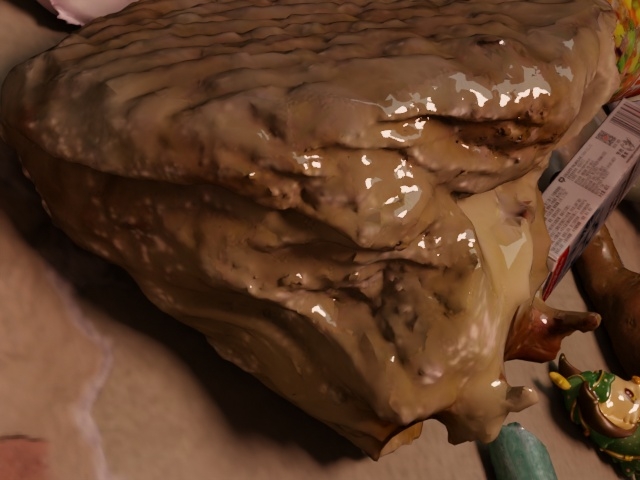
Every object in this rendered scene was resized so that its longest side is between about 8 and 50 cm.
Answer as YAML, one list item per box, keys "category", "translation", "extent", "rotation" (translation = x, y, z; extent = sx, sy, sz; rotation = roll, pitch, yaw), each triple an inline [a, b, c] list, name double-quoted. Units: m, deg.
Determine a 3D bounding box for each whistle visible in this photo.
- category: "whistle"
  translation: [0.139, 0.195, 0.903]
  extent: [0.039, 0.039, 0.186]
  rotation: [18, 47, -44]

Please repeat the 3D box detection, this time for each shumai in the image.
- category: "shumai"
  translation: [0.000, 0.000, 0.805]
  extent: [0.314, 0.262, 0.267]
  rotation: [-9, 22, -16]

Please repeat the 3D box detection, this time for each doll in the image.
- category: "doll"
  translation: [0.199, 0.126, 1.049]
  extent: [0.113, 0.077, 0.078]
  rotation: [10, 18, -13]

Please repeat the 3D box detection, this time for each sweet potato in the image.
- category: "sweet potato"
  translation: [0.241, 0.056, 1.144]
  extent: [0.075, 0.075, 0.269]
  rotation: [12, 37, -48]

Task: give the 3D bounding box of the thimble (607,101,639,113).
- category: "thimble"
  translation: [0.340, -0.132, 1.398]
  extent: [0.151, 0.127, 0.118]
  rotation: [55, 30, 10]

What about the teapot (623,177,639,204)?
- category: "teapot"
  translation: [0.349, -0.001, 1.261]
  extent: [0.251, 0.183, 0.183]
  rotation: [47, 31, 7]

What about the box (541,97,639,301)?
- category: "box"
  translation: [0.191, -0.031, 1.122]
  extent: [0.039, 0.055, 0.218]
  rotation: [30, 43, 15]

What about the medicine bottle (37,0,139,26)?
- category: "medicine bottle"
  translation: [-0.127, -0.278, 0.870]
  extent: [0.170, 0.170, 0.293]
  rotation: [4, 58, -52]

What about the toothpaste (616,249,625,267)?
- category: "toothpaste"
  translation: [0.224, 0.015, 1.207]
  extent: [0.037, 0.021, 0.140]
  rotation: [-6, 68, -54]

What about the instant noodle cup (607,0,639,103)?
- category: "instant noodle cup"
  translation: [0.182, -0.175, 1.199]
  extent: [0.212, 0.193, 0.193]
  rotation: [-29, 85, -51]
